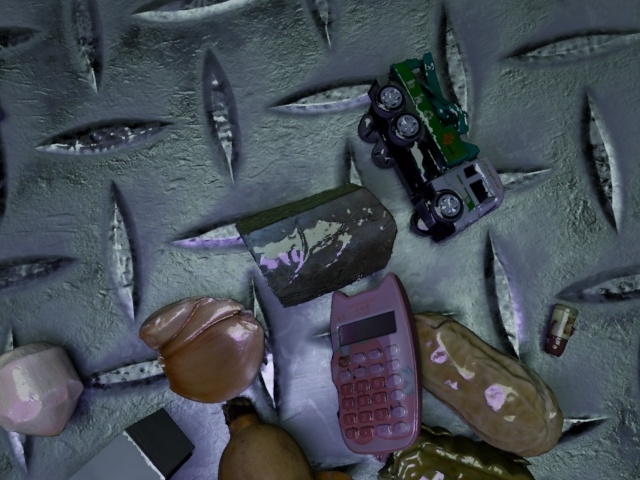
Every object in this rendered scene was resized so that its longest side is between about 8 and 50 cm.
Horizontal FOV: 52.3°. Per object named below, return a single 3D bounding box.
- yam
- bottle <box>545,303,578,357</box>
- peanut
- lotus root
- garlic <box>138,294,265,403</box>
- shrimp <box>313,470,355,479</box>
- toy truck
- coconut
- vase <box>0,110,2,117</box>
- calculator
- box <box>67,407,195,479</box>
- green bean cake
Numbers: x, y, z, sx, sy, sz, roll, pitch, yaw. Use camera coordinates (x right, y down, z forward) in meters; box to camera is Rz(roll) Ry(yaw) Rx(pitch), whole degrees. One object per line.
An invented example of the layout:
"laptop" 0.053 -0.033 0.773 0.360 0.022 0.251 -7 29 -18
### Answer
"yam" 0.002 0.005 1.242 0.271 0.202 0.201 -28 106 -2
"bottle" 0.469 0.177 1.273 0.063 0.047 0.101 18 86 -7
"peanut" 0.290 0.263 1.205 0.340 0.174 0.158 34 99 19
"lotus root" -0.108 0.431 1.206 0.183 0.183 0.309 -23 66 0
"garlic" -0.208 0.203 1.268 0.228 0.110 0.217 -24 96 10
"shrimp" 0.060 0.548 1.197 0.198 0.051 0.261 -31 77 42
"toy truck" 0.208 -0.182 1.261 0.178 0.176 0.363 -23 82 -13
"coconut" -0.544 0.291 1.243 0.171 0.171 0.182 -25 81 -1
"vase" -0.714 -0.315 1.352 0.081 0.081 0.148 -21 87 0
"calculator" 0.101 0.238 1.206 0.048 0.220 0.329 14 65 -40
"box" -0.364 0.440 1.187 0.225 0.225 0.117 -42 84 -2
"green bean cake" 0.227 0.508 1.172 0.285 0.202 0.309 16 85 6
